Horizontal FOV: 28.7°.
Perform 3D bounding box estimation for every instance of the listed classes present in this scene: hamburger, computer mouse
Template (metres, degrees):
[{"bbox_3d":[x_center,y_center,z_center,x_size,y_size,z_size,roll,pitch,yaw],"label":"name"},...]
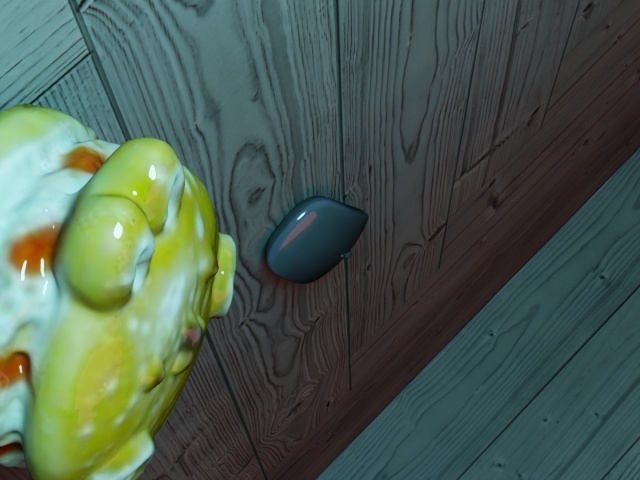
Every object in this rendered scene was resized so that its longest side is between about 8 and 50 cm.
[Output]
[{"bbox_3d":[-0.165,0.035,0.869,0.261,0.186,0.303,-61,165,-45],"label":"hamburger"},{"bbox_3d":[0.001,0.001,1.592,0.120,0.057,0.232,-49,164,7],"label":"computer mouse"}]
